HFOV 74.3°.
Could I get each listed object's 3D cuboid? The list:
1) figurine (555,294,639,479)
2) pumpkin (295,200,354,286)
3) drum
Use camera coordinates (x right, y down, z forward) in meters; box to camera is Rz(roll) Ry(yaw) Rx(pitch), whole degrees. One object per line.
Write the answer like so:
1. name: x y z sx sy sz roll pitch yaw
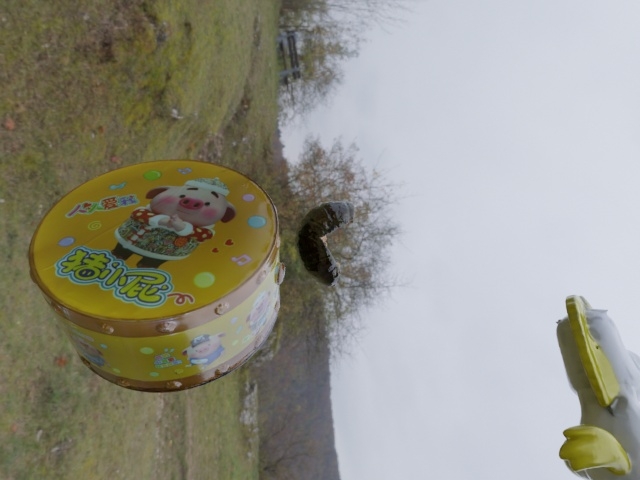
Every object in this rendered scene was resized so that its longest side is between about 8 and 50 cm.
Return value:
1. figurine: 0.262 0.134 0.386 0.109 0.129 0.178 -24 -138 45
2. pumpkin: 0.000 0.000 0.888 0.119 0.107 0.184 -175 -84 -76
3. drum: -0.283 0.045 0.796 0.431 0.430 0.214 -102 -166 -44
